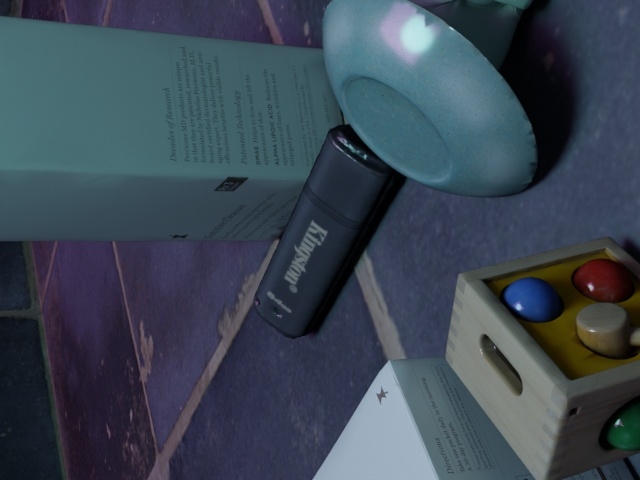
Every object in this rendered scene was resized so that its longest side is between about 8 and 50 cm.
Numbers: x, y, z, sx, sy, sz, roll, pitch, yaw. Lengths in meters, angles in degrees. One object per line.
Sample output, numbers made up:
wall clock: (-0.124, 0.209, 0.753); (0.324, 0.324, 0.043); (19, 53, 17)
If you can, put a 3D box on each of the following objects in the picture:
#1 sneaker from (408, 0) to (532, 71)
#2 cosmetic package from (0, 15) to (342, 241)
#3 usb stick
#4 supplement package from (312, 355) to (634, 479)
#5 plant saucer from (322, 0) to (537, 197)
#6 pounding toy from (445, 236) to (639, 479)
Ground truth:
sneaker: (0.128, -0.194, 0.590); (0.151, 0.094, 0.255); (-130, 47, -57)
cosmetic package: (-0.190, -0.097, 0.916); (0.217, 0.385, 0.156); (-36, 60, 59)
usb stick: (0.000, 0.000, 0.899); (0.077, 0.045, 0.278); (32, 135, 5)
supplement package: (0.111, 0.237, 0.598); (0.204, 0.145, 0.261); (115, 145, -42)
plant saucer: (0.065, -0.091, 0.660); (0.195, 0.037, 0.195); (39, 163, 14)
pounding toy: (0.166, 0.061, 0.522); (0.141, 0.130, 0.100); (-125, 29, -48)
